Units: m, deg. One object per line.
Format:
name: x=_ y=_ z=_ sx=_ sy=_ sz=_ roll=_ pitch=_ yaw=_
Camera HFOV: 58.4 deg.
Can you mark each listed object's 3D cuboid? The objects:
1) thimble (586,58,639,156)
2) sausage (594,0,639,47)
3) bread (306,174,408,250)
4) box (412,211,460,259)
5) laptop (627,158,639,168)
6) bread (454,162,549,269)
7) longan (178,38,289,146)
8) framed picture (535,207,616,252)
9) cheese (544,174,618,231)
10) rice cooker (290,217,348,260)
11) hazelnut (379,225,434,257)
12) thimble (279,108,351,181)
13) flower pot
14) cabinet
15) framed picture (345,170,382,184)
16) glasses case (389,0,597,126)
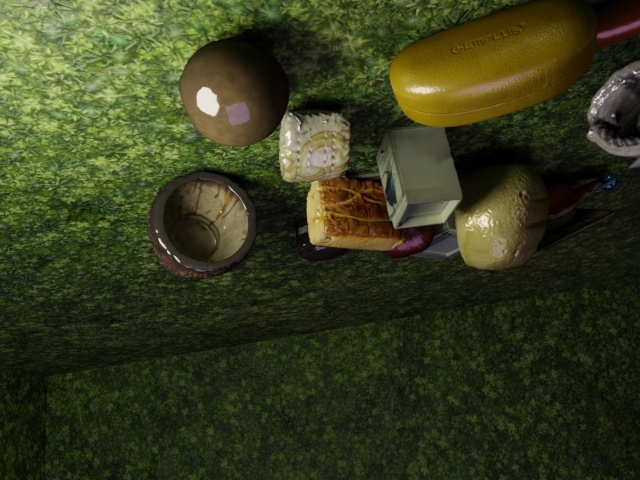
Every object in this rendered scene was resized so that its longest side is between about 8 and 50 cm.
thimble: x=0.740 y=-0.283 z=1.275 sx=0.157 sy=0.216 sz=0.245 roll=3 pitch=168 yaw=-27
sausage: x=0.588 y=-0.422 z=1.062 sx=0.198 sy=0.076 sz=0.076 roll=-21 pitch=155 yaw=24
bread: x=0.104 y=-0.075 z=1.538 sx=0.275 sy=0.184 sz=0.114 roll=6 pitch=158 yaw=-31
box: x=0.412 y=-0.029 z=1.898 sx=0.225 sy=0.117 sz=0.225 roll=7 pitch=153 yaw=-35
laptop: x=1.042 y=-0.286 z=1.651 sx=0.188 sy=0.015 sz=0.269 roll=-6 pitch=158 yaw=-8
bread: x=0.506 y=-0.066 z=1.606 sx=0.237 sy=0.320 sz=0.321 roll=-6 pitch=164 yaw=37
longan: x=-0.154 y=-0.259 z=1.026 sx=0.198 sy=0.197 sz=0.212 roll=0 pitch=157 yaw=-21
framed picture: x=0.724 y=-0.041 z=1.823 sx=0.265 sy=0.016 sz=0.347 roll=-26 pitch=-172 yaw=-3
cheese: x=0.748 y=-0.124 z=1.768 sx=0.330 sy=0.129 sz=0.217 roll=-24 pitch=-171 yaw=2
rice cooker: x=-0.001 y=0.000 z=1.807 sx=0.142 sy=0.118 sz=0.203 roll=-22 pitch=155 yaw=31
hazelnut: x=0.245 y=-0.038 z=1.742 sx=0.204 sy=0.177 sz=0.178 roll=15 pitch=172 yaw=32
thimble: x=-0.015 y=-0.214 z=1.259 sx=0.144 sy=0.137 sz=0.190 roll=-3 pitch=143 yaw=-9
flower pot: x=-0.321 y=-0.020 z=1.486 sx=0.267 sy=0.266 sz=0.267 roll=1 pitch=166 yaw=-24
cabinet: x=0.234 y=-0.155 z=1.400 sx=0.150 sy=0.206 sz=0.145 roll=-6 pitch=158 yaw=-8
framed picture: x=0.171 y=-0.151 z=1.640 sx=0.275 sy=0.017 sz=0.217 roll=-8 pitch=158 yaw=-1
glasses case: x=0.315 y=-0.327 z=1.054 sx=0.372 sy=0.173 sz=0.141 roll=-15 pitch=154 yaw=14
